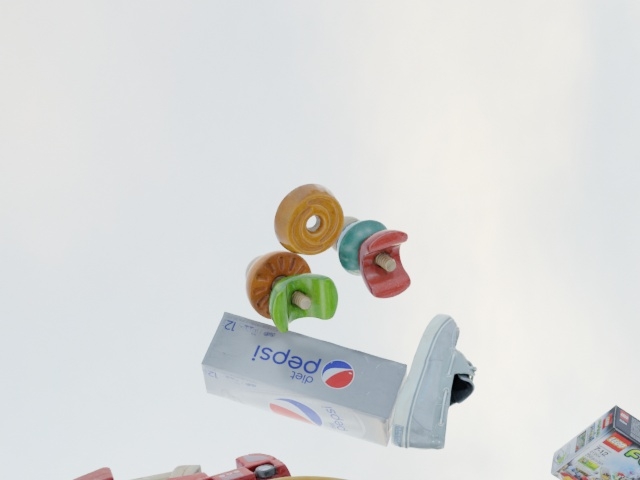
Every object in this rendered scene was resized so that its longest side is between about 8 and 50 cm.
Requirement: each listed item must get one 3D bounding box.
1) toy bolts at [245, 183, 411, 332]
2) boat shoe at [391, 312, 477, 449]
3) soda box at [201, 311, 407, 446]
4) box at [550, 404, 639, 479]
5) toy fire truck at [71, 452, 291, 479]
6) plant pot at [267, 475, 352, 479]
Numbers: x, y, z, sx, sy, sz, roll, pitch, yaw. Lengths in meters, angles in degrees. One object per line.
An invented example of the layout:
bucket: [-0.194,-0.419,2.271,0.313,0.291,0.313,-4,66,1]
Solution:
toy bolts: [0.000,0.000,1.855,0.228,0.158,0.218,-11,-66,-25]
boat shoe: [0.150,0.178,1.599,0.227,0.081,0.079,-62,-20,-50]
soda box: [-0.023,0.201,1.883,0.091,0.286,0.098,88,-159,-55]
box: [0.378,0.278,1.471,0.207,0.114,0.036,33,-139,-9]
toy fire truck: [-0.137,0.249,1.290,0.192,0.135,0.047,-13,-77,-24]
plant pot: [-0.002,0.322,1.033,0.205,0.205,0.188,-28,-49,-55]
